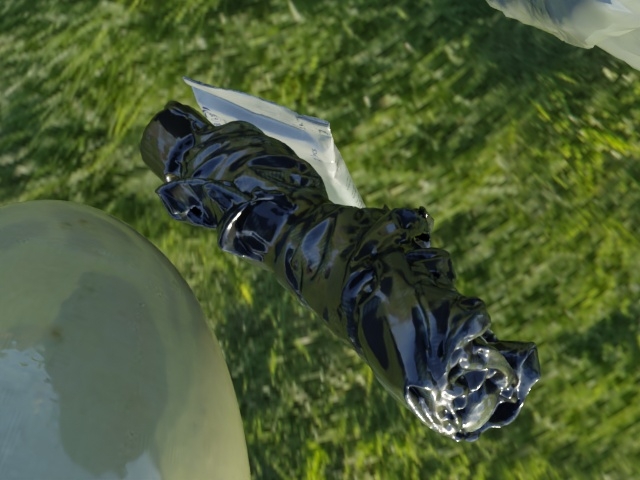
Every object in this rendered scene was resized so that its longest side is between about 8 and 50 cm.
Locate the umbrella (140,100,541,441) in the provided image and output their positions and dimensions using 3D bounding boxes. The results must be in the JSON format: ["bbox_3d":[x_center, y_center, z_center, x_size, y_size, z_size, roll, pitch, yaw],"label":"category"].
[{"bbox_3d":[0.002,-0.001,0.636,0.071,0.224,0.080,-52,143,-2],"label":"umbrella"}]

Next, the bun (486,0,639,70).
[{"bbox_3d":[0.138,-0.136,0.437,0.354,0.354,0.194,26,110,-13],"label":"bun"}]

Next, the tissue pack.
[{"bbox_3d":[-0.023,-0.060,1.113,0.122,0.193,0.026,22,72,23],"label":"tissue pack"}]

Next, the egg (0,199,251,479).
[{"bbox_3d":[-0.118,0.109,0.528,0.188,0.188,0.254,14,82,-10],"label":"egg"}]
